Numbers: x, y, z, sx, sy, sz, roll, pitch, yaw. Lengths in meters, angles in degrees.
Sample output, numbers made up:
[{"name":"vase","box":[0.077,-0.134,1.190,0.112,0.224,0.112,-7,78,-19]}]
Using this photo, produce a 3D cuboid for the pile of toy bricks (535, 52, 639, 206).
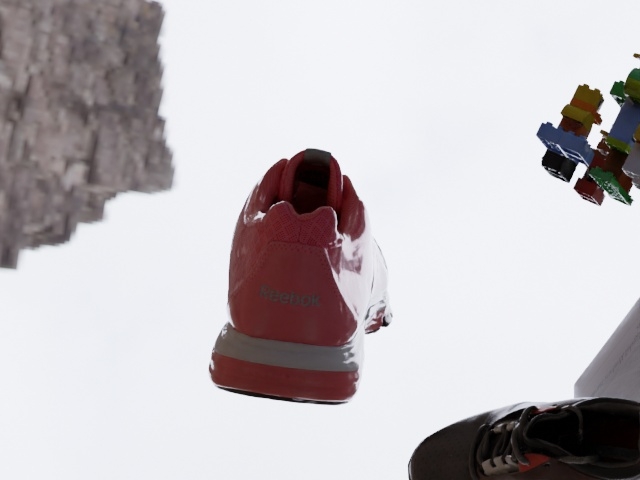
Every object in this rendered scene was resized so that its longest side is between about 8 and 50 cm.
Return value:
[{"name":"pile of toy bricks","box":[0.216,-0.079,1.026,0.118,0.212,0.105,26,-92,25]}]

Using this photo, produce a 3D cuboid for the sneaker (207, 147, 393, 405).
[{"name":"sneaker","box":[0.001,0.000,1.028,0.116,0.314,0.136,8,-75,0]}]

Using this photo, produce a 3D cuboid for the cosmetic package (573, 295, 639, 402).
[{"name":"cosmetic package","box":[0.237,0.136,0.859,0.224,0.138,0.225,111,-12,-54]}]

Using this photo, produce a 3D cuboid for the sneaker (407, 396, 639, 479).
[{"name":"sneaker","box":[0.102,0.095,0.730,0.158,0.065,0.061,-12,-123,34]}]
